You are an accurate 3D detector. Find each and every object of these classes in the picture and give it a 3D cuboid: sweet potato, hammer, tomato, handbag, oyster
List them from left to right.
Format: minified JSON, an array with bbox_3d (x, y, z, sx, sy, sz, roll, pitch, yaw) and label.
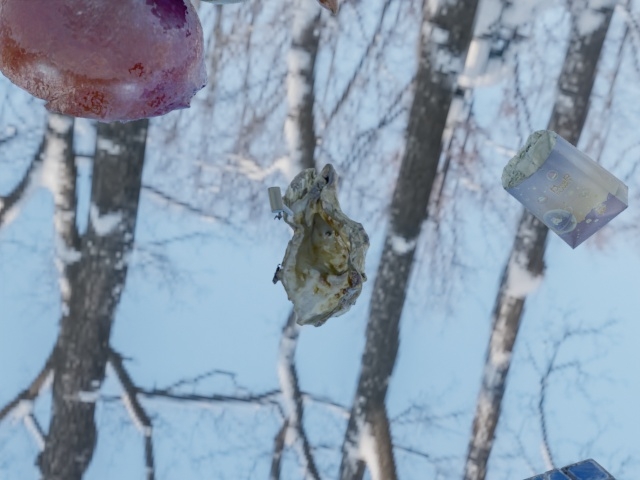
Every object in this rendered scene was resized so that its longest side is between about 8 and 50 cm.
[{"bbox_3d":[-0.321,-0.321,1.868,0.335,0.176,0.289,36,-135,14],"label":"tomato"},{"bbox_3d":[-0.056,-0.050,1.854,0.019,0.110,0.035,-12,-103,8],"label":"hammer"},{"bbox_3d":[-0.005,0.004,2.361,0.133,0.198,0.337,33,-146,-52],"label":"oyster"},{"bbox_3d":[0.003,-0.379,1.910,0.034,0.034,0.095,-11,-125,-32],"label":"sweet potato"},{"bbox_3d":[0.334,-0.082,1.764,0.173,0.117,0.095,36,-146,-17],"label":"handbag"}]

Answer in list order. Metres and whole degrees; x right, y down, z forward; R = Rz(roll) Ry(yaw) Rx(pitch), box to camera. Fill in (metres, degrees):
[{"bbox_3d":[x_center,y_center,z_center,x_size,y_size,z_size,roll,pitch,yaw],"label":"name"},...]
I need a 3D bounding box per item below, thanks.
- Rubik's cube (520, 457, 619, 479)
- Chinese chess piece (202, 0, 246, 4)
[{"bbox_3d":[0.363,0.466,1.785,0.319,0.264,0.319,-5,-140,4],"label":"Rubik's cube"},{"bbox_3d":[-0.140,-0.473,1.801,0.273,0.273,0.102,31,-151,27],"label":"Chinese chess piece"}]
